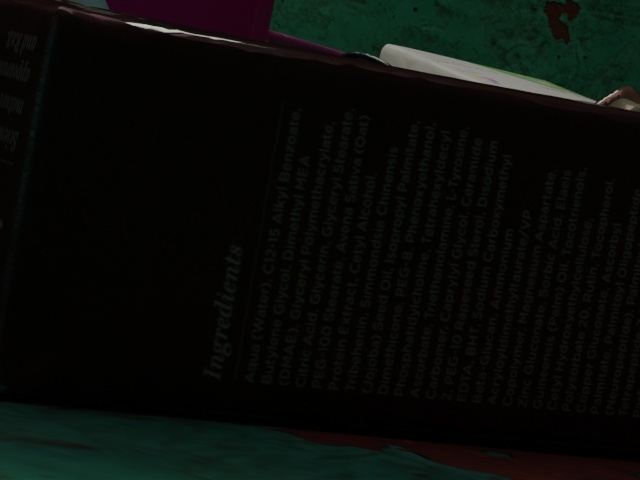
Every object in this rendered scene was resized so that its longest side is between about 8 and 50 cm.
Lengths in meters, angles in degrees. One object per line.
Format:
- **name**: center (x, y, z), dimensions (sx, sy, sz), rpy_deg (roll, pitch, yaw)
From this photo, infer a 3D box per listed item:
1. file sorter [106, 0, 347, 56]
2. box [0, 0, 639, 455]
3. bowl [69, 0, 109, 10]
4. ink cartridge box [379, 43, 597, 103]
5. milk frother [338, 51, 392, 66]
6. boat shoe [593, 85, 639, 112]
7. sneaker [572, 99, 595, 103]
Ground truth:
- **file sorter**: center (-0.083, -0.132, 1.142), dimensions (0.202, 0.291, 0.182), rpy_deg (13, 3, 28)
- **box**: center (0.032, -0.004, 0.752), dimensions (0.381, 0.143, 0.191), rpy_deg (6, 7, -26)
- **bowl**: center (-0.246, -0.131, 0.929), dimensions (0.311, 0.163, 0.311), rpy_deg (0, 21, 0)
- **ink cartridge box**: center (0.214, -0.035, 1.389), dimensions (0.207, 0.119, 0.353), rpy_deg (7, 15, -44)
- **milk frother**: center (0.000, 0.000, 0.964), dimensions (0.134, 0.143, 0.129), rpy_deg (-37, -7, -34)
- **boat shoe**: center (0.101, 0.001, 0.918), dimensions (0.072, 0.190, 0.068), rpy_deg (54, -4, 6)
- **sneaker**: center (0.236, 0.035, 1.032), dimensions (0.322, 0.130, 0.236), rpy_deg (23, 23, 2)
